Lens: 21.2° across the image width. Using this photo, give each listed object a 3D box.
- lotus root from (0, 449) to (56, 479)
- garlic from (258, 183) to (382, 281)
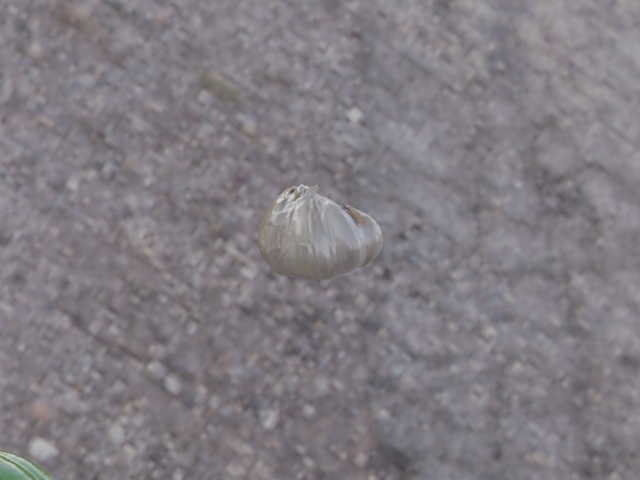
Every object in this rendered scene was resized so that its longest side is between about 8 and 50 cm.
[{"bbox_3d":[-0.270,0.232,1.369,0.186,0.186,0.186,27,28,-16],"label":"lotus root"},{"bbox_3d":[0.001,-0.001,1.544,0.113,0.094,0.074,-11,45,-9],"label":"garlic"}]
